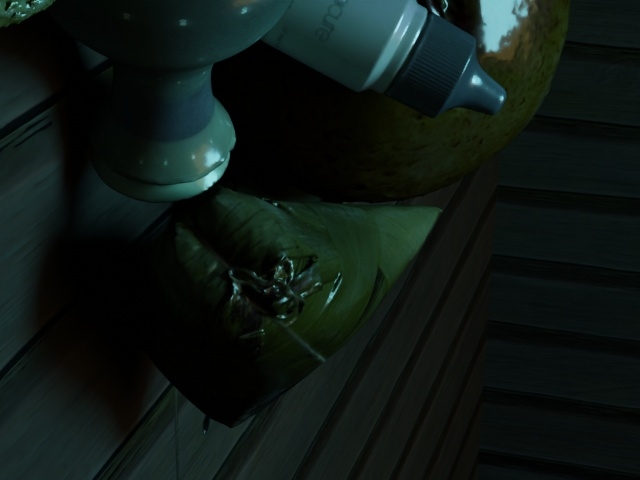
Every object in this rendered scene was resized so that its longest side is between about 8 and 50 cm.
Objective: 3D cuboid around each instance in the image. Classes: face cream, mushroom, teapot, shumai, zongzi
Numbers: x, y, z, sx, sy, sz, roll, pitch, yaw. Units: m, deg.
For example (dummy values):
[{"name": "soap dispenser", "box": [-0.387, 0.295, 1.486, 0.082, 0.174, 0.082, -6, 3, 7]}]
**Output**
[{"name": "face cream", "box": [0.002, -0.175, 1.167, 0.092, 0.311, 0.092, -60, -175, 9]}, {"name": "mushroom", "box": [0.021, -0.215, 1.365, 0.331, 0.356, 0.334, -24, 127, -30]}, {"name": "teapot", "box": [-0.108, -0.144, 1.067, 0.251, 0.183, 0.183, 98, 9, -49]}, {"name": "shumai", "box": [-0.044, -0.010, 1.422, 0.184, 0.141, 0.184, 6, 90, -79]}, {"name": "zongzi", "box": [0.000, 0.000, 1.230, 0.300, 0.145, 0.274, -33, 166, -17]}]

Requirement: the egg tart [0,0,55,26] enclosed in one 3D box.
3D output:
[{"name": "egg tart", "box": [-0.191, -0.217, 0.862, 0.197, 0.078, 0.197, 8, 90, -74]}]
